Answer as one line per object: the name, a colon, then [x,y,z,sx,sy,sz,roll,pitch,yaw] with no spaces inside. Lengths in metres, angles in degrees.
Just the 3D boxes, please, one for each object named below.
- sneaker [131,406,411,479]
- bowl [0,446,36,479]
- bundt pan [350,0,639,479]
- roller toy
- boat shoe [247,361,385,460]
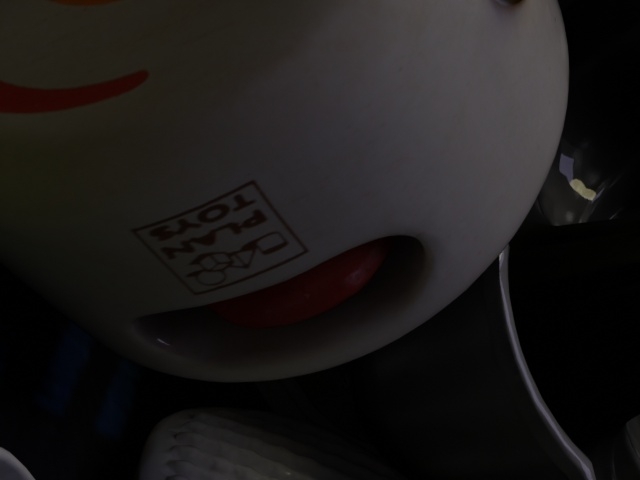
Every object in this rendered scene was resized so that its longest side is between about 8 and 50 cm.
sneaker: [0.001,0.200,0.412,0.135,0.150,0.366,14,27,-27]
bowl: [-0.072,0.127,0.281,0.142,0.053,0.142,-78,149,-66]
bundt pan: [0.129,0.031,0.616,0.330,0.124,0.331,22,56,-37]
roller toy: [-0.031,-0.066,0.431,0.209,0.191,0.146,25,-15,33]
boat shoe: [-0.001,-0.003,0.677,0.118,0.103,0.320,-97,162,-45]
